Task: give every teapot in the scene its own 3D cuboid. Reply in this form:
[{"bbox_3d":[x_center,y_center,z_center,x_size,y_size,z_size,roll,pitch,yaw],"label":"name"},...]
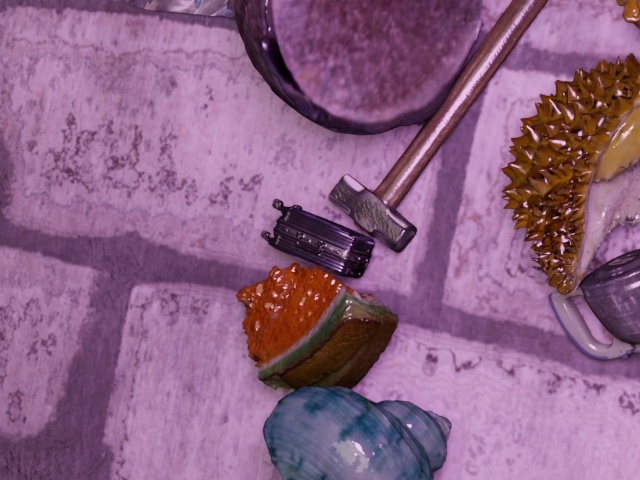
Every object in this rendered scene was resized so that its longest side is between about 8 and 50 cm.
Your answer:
[{"bbox_3d":[0.335,0.076,1.161,0.149,0.111,0.108,-25,92,11],"label":"teapot"}]

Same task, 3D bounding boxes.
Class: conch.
[{"bbox_3d":[0.062,0.238,1.213,0.134,0.202,0.196,-36,67,33],"label":"conch"}]

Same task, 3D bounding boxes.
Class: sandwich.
[{"bbox_3d":[-0.002,0.092,1.271,0.185,0.109,0.160,-43,52,33],"label":"sandwich"}]

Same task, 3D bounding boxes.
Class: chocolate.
[{"bbox_3d":[0.014,-0.283,1.237,0.213,0.303,0.303,26,96,55],"label":"chocolate"}]

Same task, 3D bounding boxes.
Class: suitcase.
[{"bbox_3d":[0.000,0.000,1.300,0.126,0.086,0.059,22,94,20],"label":"suitcase"}]

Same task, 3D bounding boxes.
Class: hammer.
[{"bbox_3d":[0.157,-0.161,1.285,0.111,0.043,0.365,38,97,20],"label":"hammer"}]

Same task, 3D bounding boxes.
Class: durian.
[{"bbox_3d":[0.303,-0.090,1.175,0.166,0.172,0.306,37,79,-22],"label":"durian"}]

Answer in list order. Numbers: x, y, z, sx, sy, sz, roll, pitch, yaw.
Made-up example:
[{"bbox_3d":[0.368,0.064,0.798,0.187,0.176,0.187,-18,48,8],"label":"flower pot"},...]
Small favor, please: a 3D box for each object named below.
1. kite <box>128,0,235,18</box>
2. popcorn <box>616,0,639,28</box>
[{"bbox_3d":[-0.114,-0.360,1.411,0.310,0.015,0.169,19,92,21],"label":"kite"},{"bbox_3d":[0.396,-0.287,1.155,0.173,0.142,0.173,-21,51,29],"label":"popcorn"}]
